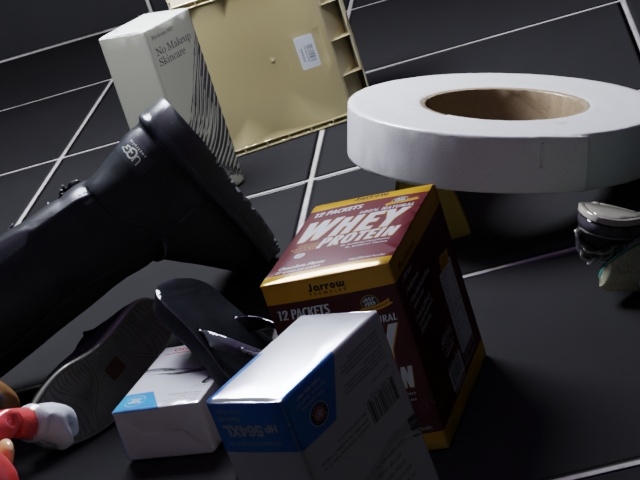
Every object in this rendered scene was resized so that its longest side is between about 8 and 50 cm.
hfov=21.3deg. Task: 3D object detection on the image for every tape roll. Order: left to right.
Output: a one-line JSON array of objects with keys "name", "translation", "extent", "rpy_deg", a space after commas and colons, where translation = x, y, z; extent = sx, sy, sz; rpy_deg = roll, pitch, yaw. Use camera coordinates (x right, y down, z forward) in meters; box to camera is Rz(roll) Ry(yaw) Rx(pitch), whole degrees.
[{"name": "tape roll", "translation": [0.225, -0.136, 2.078], "extent": [0.392, 0.072, 0.392], "rpy_deg": [1, 17, 0]}]

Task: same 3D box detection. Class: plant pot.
[{"name": "plant pot", "translation": [0.129, -0.046, 2.065], "extent": [0.081, 0.083, 0.081], "rpy_deg": [-18, 19, 5]}]

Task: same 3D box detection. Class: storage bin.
[{"name": "storage bin", "translation": [-0.079, -0.295, 2.653], "extent": [0.260, 0.262, 0.123], "rpy_deg": [-18, 20, 0]}]

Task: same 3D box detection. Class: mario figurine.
[{"name": "mario figurine", "translation": [-0.340, 0.250, 1.667], "extent": [0.170, 0.198, 0.320], "rpy_deg": [19, 10, -18]}]

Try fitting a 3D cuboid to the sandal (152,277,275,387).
[{"name": "sandal", "translation": [-0.080, 0.105, 1.736], "extent": [0.254, 0.054, 0.097], "rpy_deg": [34, 35, 31]}]

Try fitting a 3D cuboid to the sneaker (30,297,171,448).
[{"name": "sneaker", "translation": [-0.262, 0.161, 1.898], "extent": [0.222, 0.083, 0.118], "rpy_deg": [-46, 11, -37]}]

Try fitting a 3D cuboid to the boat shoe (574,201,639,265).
[{"name": "boat shoe", "translation": [0.297, -0.003, 1.748], "extent": [0.075, 0.065, 0.206], "rpy_deg": [13, 4, 10]}]

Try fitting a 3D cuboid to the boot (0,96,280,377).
[{"name": "boot", "translation": [-0.287, 0.061, 2.024], "extent": [0.445, 0.367, 0.146], "rpy_deg": [-41, 61, -3]}]

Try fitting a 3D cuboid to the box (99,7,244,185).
[{"name": "box", "translation": [-0.213, -0.188, 2.464], "extent": [0.094, 0.275, 0.113], "rpy_deg": [-2, 25, 38]}]

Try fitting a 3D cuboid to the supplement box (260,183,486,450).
[{"name": "supplement box", "translation": [0.056, 0.078, 1.629], "extent": [0.129, 0.194, 0.191], "rpy_deg": [-11, 21, 21]}]

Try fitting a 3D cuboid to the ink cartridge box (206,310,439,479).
[{"name": "ink cartridge box", "translation": [0.012, 0.181, 1.382], "extent": [0.086, 0.203, 0.148], "rpy_deg": [-5, 23, 38]}]

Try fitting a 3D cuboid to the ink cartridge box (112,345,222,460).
[{"name": "ink cartridge box", "translation": [-0.131, 0.156, 1.786], "extent": [0.104, 0.060, 0.180], "rpy_deg": [-9, 21, 23]}]

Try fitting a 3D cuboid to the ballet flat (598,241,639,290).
[{"name": "ballet flat", "translation": [0.365, 0.017, 1.736], "extent": [0.168, 0.057, 0.052], "rpy_deg": [-26, 49, -13]}]
